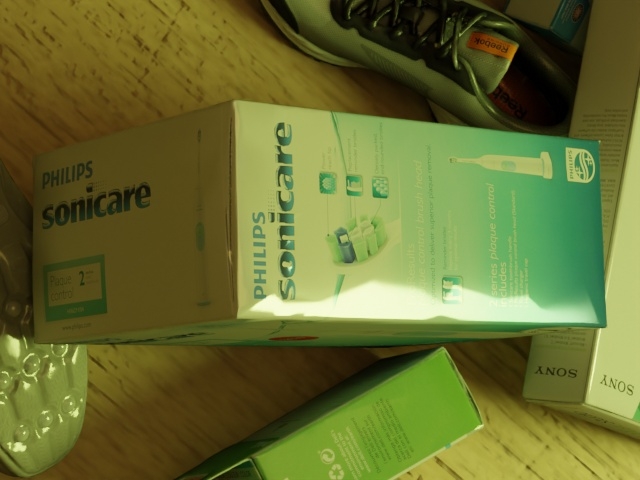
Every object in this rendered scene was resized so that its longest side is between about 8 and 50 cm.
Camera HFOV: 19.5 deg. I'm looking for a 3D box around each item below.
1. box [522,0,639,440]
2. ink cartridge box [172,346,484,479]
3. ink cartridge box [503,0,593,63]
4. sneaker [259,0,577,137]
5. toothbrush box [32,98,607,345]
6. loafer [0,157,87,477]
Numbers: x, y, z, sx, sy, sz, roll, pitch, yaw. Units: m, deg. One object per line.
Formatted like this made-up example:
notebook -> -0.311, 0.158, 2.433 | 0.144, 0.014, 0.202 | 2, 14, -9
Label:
box -> 0.254, -0.017, 1.324 | 0.232, 0.058, 0.322 | 22, 76, -47
ink cartridge box -> -0.008, 0.147, 1.232 | 0.209, 0.109, 0.062 | -28, 93, -21
ink cartridge box -> 0.199, -0.176, 1.342 | 0.122, 0.052, 0.088 | 24, 91, -47
sneaker -> 0.075, -0.148, 1.300 | 0.272, 0.108, 0.100 | 32, 76, -13
toothbrush box -> 0.000, 0.000, 1.154 | 0.296, 0.216, 0.126 | 5, 81, -40
loafer -> -0.238, 0.001, 1.170 | 0.112, 0.111, 0.319 | -30, 111, -37
